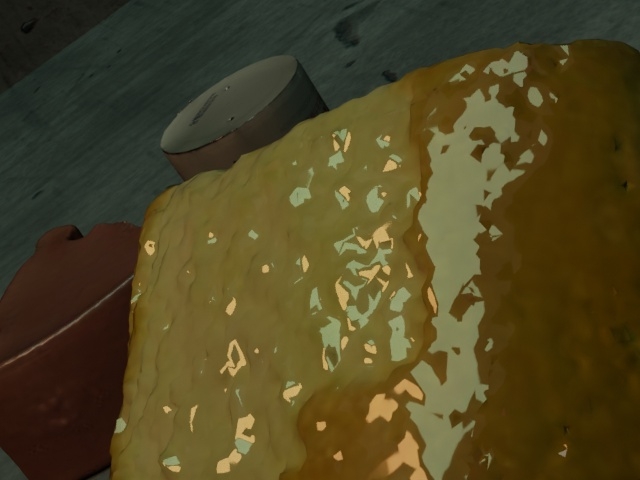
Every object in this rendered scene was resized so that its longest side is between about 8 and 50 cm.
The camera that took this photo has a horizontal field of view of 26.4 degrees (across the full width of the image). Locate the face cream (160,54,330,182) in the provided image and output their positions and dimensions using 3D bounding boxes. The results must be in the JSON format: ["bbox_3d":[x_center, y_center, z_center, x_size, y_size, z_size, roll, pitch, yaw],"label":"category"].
[{"bbox_3d":[0.000,0.000,0.837,0.095,0.214,0.096,-27,25,14],"label":"face cream"}]

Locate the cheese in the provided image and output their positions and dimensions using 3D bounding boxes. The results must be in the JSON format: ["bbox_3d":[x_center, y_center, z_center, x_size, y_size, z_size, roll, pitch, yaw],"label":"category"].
[{"bbox_3d":[-0.183,0.084,1.017,0.203,0.128,0.177,1,41,50],"label":"cheese"}]

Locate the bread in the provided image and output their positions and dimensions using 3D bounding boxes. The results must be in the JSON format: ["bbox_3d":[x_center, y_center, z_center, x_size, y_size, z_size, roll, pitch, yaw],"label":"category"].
[{"bbox_3d":[0.039,0.135,0.430,0.236,0.165,0.376,-19,58,37],"label":"bread"}]
